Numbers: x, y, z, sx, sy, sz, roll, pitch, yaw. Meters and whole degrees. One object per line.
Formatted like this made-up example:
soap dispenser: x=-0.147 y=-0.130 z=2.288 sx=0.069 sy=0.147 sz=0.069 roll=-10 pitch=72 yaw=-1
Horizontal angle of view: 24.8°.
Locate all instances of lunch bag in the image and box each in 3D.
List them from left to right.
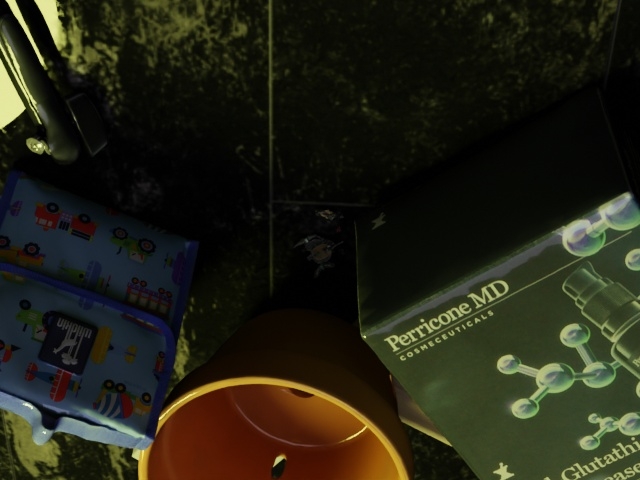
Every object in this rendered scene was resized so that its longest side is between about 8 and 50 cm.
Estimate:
lunch bag: x=-0.266 y=0.096 z=1.499 sx=0.221 sy=0.293 sz=0.138 roll=22 pitch=128 yaw=-15

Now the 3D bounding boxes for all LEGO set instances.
LEGO set: x=0.003 y=0.000 z=1.582 sx=0.054 sy=0.023 sz=0.083 roll=24 pitch=114 yaw=-18

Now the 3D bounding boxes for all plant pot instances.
plant pot: x=-0.033 y=0.208 z=1.583 sx=0.291 sy=0.203 sz=0.290 roll=5 pitch=122 yaw=8

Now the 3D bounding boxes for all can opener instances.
can opener: x=-0.285 y=-0.152 z=1.456 sx=0.059 sy=0.073 sz=0.186 roll=13 pitch=141 yaw=47

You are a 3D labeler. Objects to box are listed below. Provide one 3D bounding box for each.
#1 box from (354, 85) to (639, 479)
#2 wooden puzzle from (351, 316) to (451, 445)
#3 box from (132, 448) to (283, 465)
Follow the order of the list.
box: x=0.263 y=0.099 z=1.489 sx=0.293 sy=0.212 sz=0.395 roll=-30 pitch=118 yaw=19
wooden puzzle: x=0.149 y=0.116 z=1.657 sx=0.221 sy=0.044 sz=0.238 roll=28 pitch=122 yaw=-18
box: x=-0.119 y=0.237 z=1.774 sx=0.145 sy=0.038 sz=0.186 roll=34 pitch=125 yaw=-21
